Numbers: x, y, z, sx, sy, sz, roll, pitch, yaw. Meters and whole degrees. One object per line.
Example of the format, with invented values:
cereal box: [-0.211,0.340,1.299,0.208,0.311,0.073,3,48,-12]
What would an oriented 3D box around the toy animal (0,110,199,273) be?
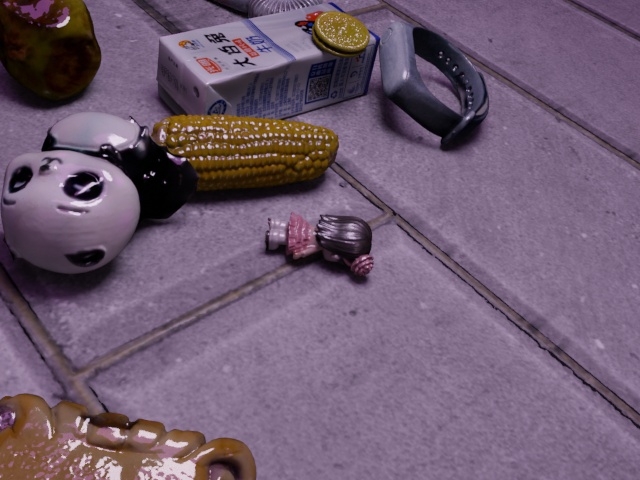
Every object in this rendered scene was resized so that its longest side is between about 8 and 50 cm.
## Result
toy animal: [-0.243,-0.049,0.715,0.166,0.138,0.179,7,36,17]

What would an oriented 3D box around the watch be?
watch: [0.179,-0.240,1.034,0.193,0.068,0.206,20,47,-27]

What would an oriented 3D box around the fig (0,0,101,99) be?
fig: [-0.370,-0.278,0.921,0.154,0.144,0.166,38,14,-22]

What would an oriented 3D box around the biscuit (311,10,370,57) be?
biscuit: [0.029,-0.295,0.966,0.084,0.023,0.084,11,51,-13]

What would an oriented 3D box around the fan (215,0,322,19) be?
fan: [-0.108,-0.421,1.186,0.244,0.074,0.130,27,56,21]

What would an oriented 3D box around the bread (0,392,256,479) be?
bread: [-0.169,0.200,0.519,0.225,0.081,0.134,15,48,-1]

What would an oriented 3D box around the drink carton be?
drink carton: [-0.073,-0.256,0.994,0.315,0.107,0.130,-23,53,-32]

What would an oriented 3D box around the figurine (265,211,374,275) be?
figurine: [0.000,0.000,0.787,0.129,0.054,0.072,8,48,-3]

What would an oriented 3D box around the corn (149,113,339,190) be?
corn: [-0.103,-0.111,0.847,0.261,0.097,0.097,-4,46,-20]
